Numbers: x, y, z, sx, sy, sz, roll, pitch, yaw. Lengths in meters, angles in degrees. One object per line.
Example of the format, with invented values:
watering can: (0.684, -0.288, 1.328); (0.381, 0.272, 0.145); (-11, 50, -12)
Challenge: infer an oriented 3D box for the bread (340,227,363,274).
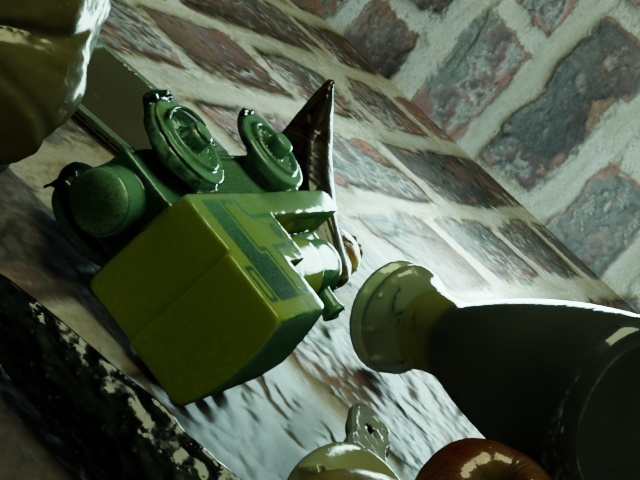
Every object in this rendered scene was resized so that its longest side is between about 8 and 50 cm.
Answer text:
bread: (0.000, 0.000, 1.467); (0.106, 0.053, 0.072); (26, 17, -28)

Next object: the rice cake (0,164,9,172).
rice cake: (-0.272, -0.113, 1.100); (0.069, 0.063, 0.206); (42, 15, -20)

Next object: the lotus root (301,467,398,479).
lotus root: (0.009, 0.200, 0.772); (0.221, 0.125, 0.118); (-68, 147, -70)

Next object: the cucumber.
cucumber: (-0.142, 0.113, 0.802); (0.211, 0.062, 0.078); (38, -20, 11)

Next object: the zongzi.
zongzi: (0.004, -0.049, 1.356); (0.187, 0.184, 0.084); (49, 19, 30)

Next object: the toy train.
toy train: (-0.076, 0.002, 1.119); (0.237, 0.150, 0.369); (52, 17, 10)

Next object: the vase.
vase: (0.169, 0.112, 1.198); (0.173, 0.173, 0.321); (28, -3, -40)

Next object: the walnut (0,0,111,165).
walnut: (-0.283, -0.175, 0.864); (0.277, 0.282, 0.253); (-131, -152, -52)

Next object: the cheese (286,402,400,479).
cheese: (0.035, 0.191, 1.012); (0.127, 0.050, 0.235); (38, 16, -5)

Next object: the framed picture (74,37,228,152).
framed picture: (-0.217, -0.148, 1.425); (0.216, 0.016, 0.273); (41, 15, 2)

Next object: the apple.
apple: (0.130, 0.222, 1.038); (0.126, 0.102, 0.126); (9, 38, -7)
